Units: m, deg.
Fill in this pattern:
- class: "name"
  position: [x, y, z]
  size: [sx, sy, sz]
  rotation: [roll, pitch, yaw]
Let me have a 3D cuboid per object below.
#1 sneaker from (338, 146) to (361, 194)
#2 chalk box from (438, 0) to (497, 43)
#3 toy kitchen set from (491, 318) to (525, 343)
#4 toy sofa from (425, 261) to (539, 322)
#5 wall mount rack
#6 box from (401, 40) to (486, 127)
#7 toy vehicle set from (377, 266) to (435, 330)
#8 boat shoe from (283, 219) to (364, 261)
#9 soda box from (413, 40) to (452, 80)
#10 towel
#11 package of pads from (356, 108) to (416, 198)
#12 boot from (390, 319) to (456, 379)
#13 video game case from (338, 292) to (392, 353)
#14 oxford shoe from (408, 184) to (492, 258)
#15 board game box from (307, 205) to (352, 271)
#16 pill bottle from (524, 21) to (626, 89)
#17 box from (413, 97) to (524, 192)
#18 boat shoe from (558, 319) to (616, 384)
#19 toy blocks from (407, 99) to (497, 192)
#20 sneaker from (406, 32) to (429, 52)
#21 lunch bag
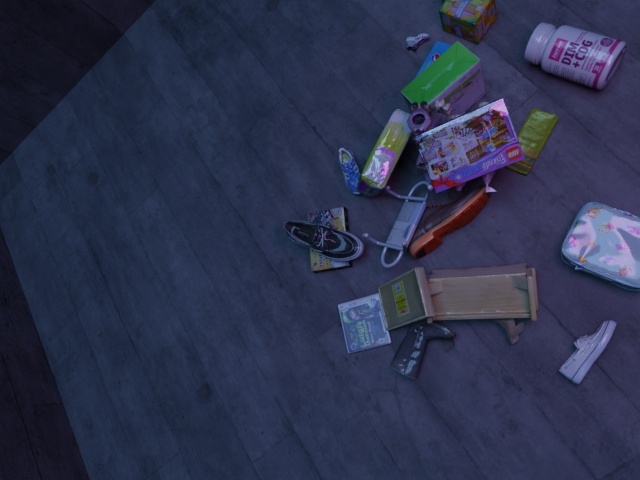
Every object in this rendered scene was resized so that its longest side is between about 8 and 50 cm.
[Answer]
- class: "sneaker"
  position: [0.117, -0.280, 1.964]
  size: [0.080, 0.081, 0.211]
  rotation: [-26, 71, 15]
- class: "chalk box"
  position: [0.548, -0.883, 1.886]
  size: [0.213, 0.132, 0.132]
  rotation: [36, 93, 28]
- class: "toy kitchen set"
  position: [0.631, 0.287, 1.634]
  size: [0.068, 0.075, 0.083]
  rotation: [-25, 104, -21]
- class: "toy sofa"
  position: [0.537, 0.179, 1.650]
  size: [0.362, 0.177, 0.150]
  rotation: [-6, 100, 22]
- class: "wall mount rack"
  position: [0.291, -0.075, 1.713]
  size: [0.304, 0.130, 0.350]
  rotation: [15, 79, 63]
- class: "box"
  position: [0.459, -0.542, 1.789]
  size: [0.262, 0.231, 0.127]
  rotation: [-41, 64, 11]
- class: "toy vehicle set"
  position: [0.292, 0.209, 1.699]
  size: [0.267, 0.035, 0.166]
  rotation: [139, 125, -60]
- class: "boat shoe"
  position: [0.000, 0.000, 1.880]
  size: [0.334, 0.119, 0.121]
  rotation: [13, 84, 26]
- class: "soda box"
  position: [0.440, -0.668, 1.919]
  size: [0.071, 0.067, 0.210]
  rotation: [31, 92, 26]
- class: "towel"
  position: [0.744, -0.353, 1.735]
  size: [0.102, 0.021, 0.237]
  rotation: [30, 91, 26]
- class: "package of pads"
  position: [0.240, -0.318, 1.820]
  size: [0.101, 0.229, 0.297]
  rotation: [27, 85, 1]
- class: "boot"
  position: [0.357, 0.383, 1.705]
  size: [0.189, 0.076, 0.209]
  rotation: [15, 77, 40]
- class: "video game case"
  position: [0.164, 0.312, 1.836]
  size: [0.173, 0.022, 0.191]
  rotation: [-19, 71, 19]
- class: "oxford shoe"
  position: [0.444, -0.095, 1.753]
  size: [0.363, 0.130, 0.133]
  rotation: [-38, 60, 11]
- class: "board game box"
  position: [0.036, -0.002, 1.956]
  size: [0.164, 0.042, 0.244]
  rotation: [-10, 74, 22]
- class: "pill bottle"
  position: [0.865, -0.638, 1.671]
  size: [0.283, 0.160, 0.160]
  rotation: [32, 92, 27]
- class: "box"
  position: [0.471, -0.300, 1.562]
  size: [0.293, 0.057, 0.201]
  rotation: [-21, 100, 18]
- class: "boat shoe"
  position: [0.820, 0.332, 1.504]
  size: [0.075, 0.083, 0.226]
  rotation: [32, 93, 26]
- class: "toy blocks"
  position: [0.463, -0.294, 1.685]
  size: [0.288, 0.309, 0.260]
  rotation: [2, 74, 25]
- class: "sneaker"
  position: [0.396, -0.800, 1.989]
  size: [0.098, 0.038, 0.069]
  rotation: [-3, 78, 33]
- class: "lunch bag"
  position: [0.909, 0.021, 1.525]
  size: [0.279, 0.108, 0.224]
  rotation: [28, 93, 27]
